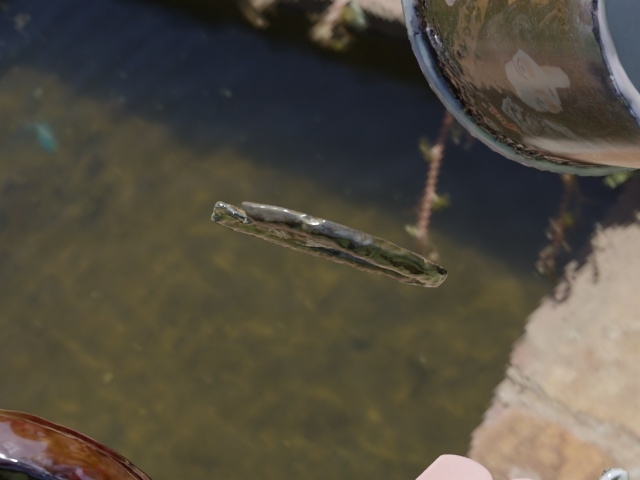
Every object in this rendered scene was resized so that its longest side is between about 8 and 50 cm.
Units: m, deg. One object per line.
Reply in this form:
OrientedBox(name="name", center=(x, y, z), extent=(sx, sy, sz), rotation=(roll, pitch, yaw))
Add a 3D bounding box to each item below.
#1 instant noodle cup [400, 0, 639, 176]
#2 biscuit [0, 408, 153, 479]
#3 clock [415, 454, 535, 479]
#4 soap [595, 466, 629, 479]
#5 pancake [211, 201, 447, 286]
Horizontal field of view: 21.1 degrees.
OrientedBox(name="instant noodle cup", center=(0.167, -0.123, 0.800), extent=(0.217, 0.217, 0.207), rotation=(-46, 16, -3))
OrientedBox(name="biscuit", center=(-0.256, 0.304, 1.391), extent=(0.407, 0.407, 0.091), rotation=(-19, 25, 23))
OrientedBox(name="clock", center=(0.131, 0.285, 1.092), extent=(0.227, 0.241, 0.142), rotation=(23, 31, 24))
OrientedBox(name="soap", center=(0.277, 0.382, 1.856), extent=(0.143, 0.281, 0.259), rotation=(29, 83, 13))
OrientedBox(name="pancake", center=(0.000, 0.000, 1.813), extent=(0.288, 0.286, 0.033), rotation=(15, 87, 34))
